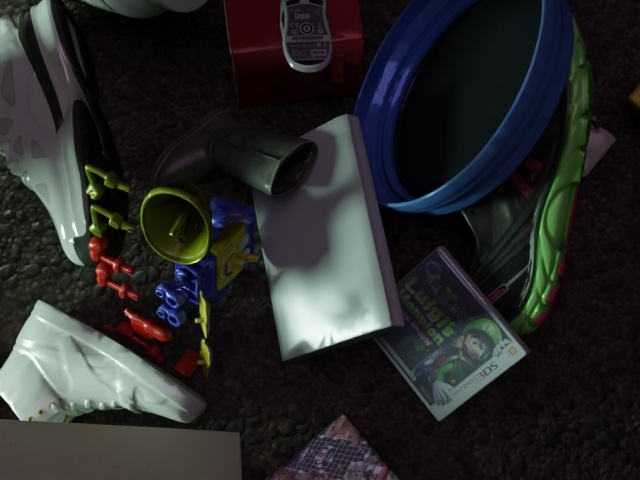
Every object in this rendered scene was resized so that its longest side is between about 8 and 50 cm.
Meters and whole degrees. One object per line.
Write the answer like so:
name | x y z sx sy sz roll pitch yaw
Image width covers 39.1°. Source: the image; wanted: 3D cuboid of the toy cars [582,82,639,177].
toy cars | 0.457 -0.180 1.392 0.394 0.087 0.176 0 85 3

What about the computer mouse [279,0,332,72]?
computer mouse | -0.025 -0.310 1.248 0.106 0.042 0.193 -1 70 -6

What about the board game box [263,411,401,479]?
board game box | -0.008 0.378 1.236 0.243 0.042 0.165 -38 78 -11

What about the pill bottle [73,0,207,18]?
pill bottle | -0.301 -0.427 1.329 0.319 0.176 0.176 22 72 35

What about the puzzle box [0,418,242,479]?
puzzle box | -0.293 0.359 1.101 0.409 0.052 0.272 8 56 -21

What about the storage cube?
storage cube | -0.045 -0.330 1.367 0.193 0.183 0.215 -7 74 -3

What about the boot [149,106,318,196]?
boot | -0.129 -0.102 1.309 0.208 0.076 0.189 32 79 35

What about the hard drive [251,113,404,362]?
hard drive | 0.000 0.000 1.286 0.203 0.040 0.307 -23 70 36

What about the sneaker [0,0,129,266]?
sneaker | -0.448 -0.134 1.333 0.258 0.169 0.447 -19 67 2

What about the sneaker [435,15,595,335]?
sneaker | 0.267 -0.109 1.274 0.202 0.185 0.482 11 91 13

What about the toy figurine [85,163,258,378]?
toy figurine | -0.173 -0.008 1.235 0.191 0.362 0.217 24 48 18

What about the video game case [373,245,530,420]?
video game case | 0.170 0.133 1.271 0.173 0.022 0.190 -44 76 26

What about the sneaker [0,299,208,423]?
sneaker | -0.312 0.220 1.247 0.293 0.108 0.169 25 76 16

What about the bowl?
bowl | 0.188 -0.215 1.260 0.077 0.391 0.391 24 71 -29
